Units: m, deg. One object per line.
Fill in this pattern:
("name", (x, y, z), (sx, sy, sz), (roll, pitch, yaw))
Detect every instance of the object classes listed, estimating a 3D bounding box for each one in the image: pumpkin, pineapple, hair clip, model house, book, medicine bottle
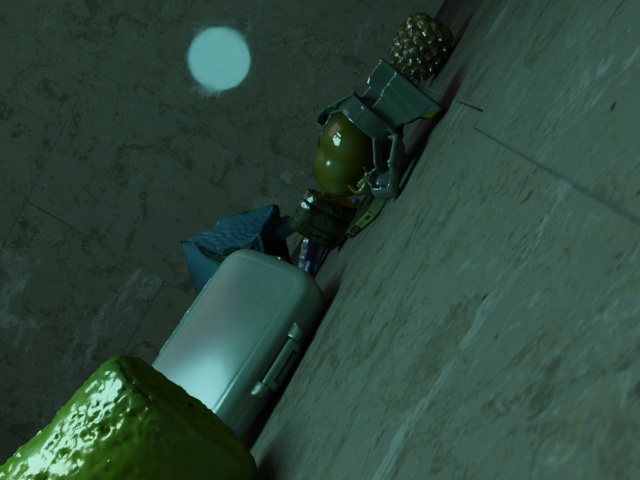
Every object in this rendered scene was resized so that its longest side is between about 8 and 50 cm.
("pumpkin", (0.030, -0.052, 1.984), (0.131, 0.126, 0.248), (-66, -17, 14))
("pineapple", (0.255, -0.491, 2.071), (0.193, 0.166, 0.166), (-58, 4, 11))
("hair clip", (0.000, -0.013, 2.183), (0.278, 0.090, 0.137), (-59, -5, 1))
("model house", (-0.177, 0.105, 2.403), (0.339, 0.297, 0.360), (-34, -55, -35))
("book", (0.121, -0.097, 1.738), (0.161, 0.026, 0.231), (-61, 4, -15))
("medicine bottle", (-0.169, 0.204, 1.575), (0.375, 0.282, 0.123), (-56, -40, -18))

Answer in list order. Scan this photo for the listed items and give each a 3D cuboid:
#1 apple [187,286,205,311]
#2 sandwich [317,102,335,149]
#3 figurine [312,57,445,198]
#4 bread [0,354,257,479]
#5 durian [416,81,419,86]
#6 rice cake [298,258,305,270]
("apple", (-0.202, 0.213, 1.974), (0.234, 0.257, 0.257), (6, 62, 54))
("sandwich", (0.094, -0.261, 2.127), (0.108, 0.186, 0.220), (-56, 22, 39))
("figurine", (0.094, -0.213, 1.607), (0.285, 0.167, 0.342), (-51, 16, 12))
("bread", (-0.269, 0.351, 1.116), (0.307, 0.348, 0.348), (-55, 3, -10))
("durian", (0.203, -0.367, 2.246), (0.220, 0.095, 0.137), (-55, 2, -31))
("rice cake", (0.000, 0.000, 2.347), (0.057, 0.052, 0.256), (-51, 9, 47))
